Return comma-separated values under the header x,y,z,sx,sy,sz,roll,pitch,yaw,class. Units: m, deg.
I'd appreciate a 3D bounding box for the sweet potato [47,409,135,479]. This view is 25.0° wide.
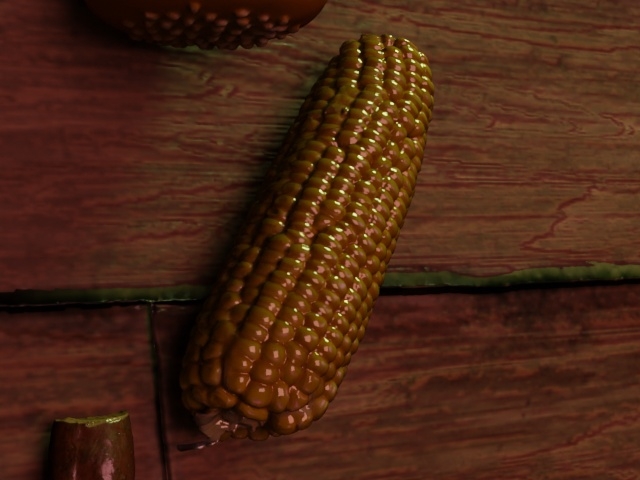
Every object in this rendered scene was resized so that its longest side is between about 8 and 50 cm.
x,y,z,sx,sy,sz,roll,pitch,yaw,class
-0.130,0.149,0.803,0.049,0.049,0.117,16,68,-34,sweet potato

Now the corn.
x,y,z,sx,sy,sz,roll,pitch,yaw,class
0.000,0.000,0.902,0.101,0.101,0.310,40,60,-24,corn

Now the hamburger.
x,y,z,sx,sy,sz,roll,pitch,yaw,class
-0.067,-0.175,0.857,0.162,0.162,0.115,3,86,-37,hamburger
